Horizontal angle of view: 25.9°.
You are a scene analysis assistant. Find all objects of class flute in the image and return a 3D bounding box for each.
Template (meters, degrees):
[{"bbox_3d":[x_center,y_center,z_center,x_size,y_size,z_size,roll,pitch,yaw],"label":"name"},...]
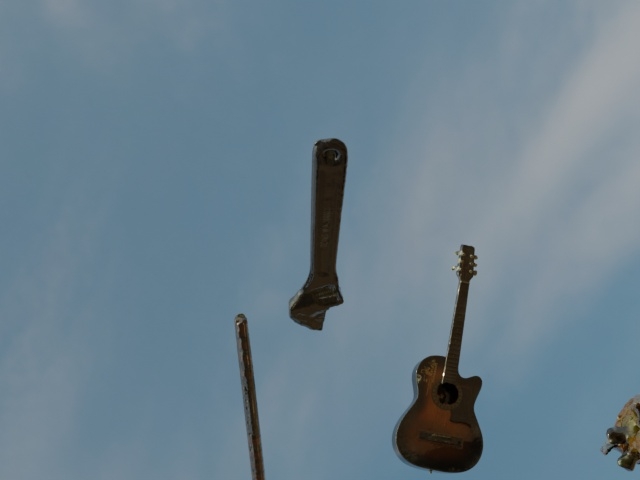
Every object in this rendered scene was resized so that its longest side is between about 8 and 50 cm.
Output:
[{"bbox_3d":[-0.057,0.172,1.191,0.014,0.014,0.269,-24,-51,-26],"label":"flute"}]

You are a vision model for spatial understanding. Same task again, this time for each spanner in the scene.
[{"bbox_3d":[0.000,0.000,1.114,0.046,0.012,0.208,3,-46,-1],"label":"spanner"}]

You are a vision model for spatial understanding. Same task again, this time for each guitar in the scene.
[{"bbox_3d":[0.129,0.117,1.389,0.088,0.025,0.233,11,-104,-5],"label":"guitar"}]

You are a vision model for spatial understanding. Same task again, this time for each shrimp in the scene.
[{"bbox_3d":[0.251,0.115,0.958,0.115,0.051,0.217,-39,-17,23],"label":"shrimp"}]
